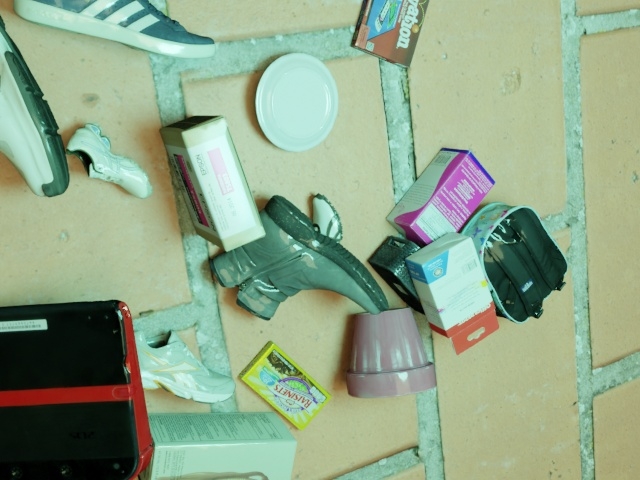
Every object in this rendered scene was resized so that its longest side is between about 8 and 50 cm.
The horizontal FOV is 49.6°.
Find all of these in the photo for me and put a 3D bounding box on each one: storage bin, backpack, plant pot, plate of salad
[{"bbox_3d":[0.209,0.083,1.570,0.084,0.122,0.180,-49,115,-9],"label":"storage bin"},{"bbox_3d":[0.433,0.036,1.625,0.225,0.191,0.253,-45,121,-14],"label":"backpack"},{"bbox_3d":[0.150,0.245,1.546,0.201,0.201,0.180,-5,86,-24],"label":"plant pot"},{"bbox_3d":[-0.050,-0.283,1.427,0.199,0.048,0.200,-10,107,-33],"label":"plate of salad"}]

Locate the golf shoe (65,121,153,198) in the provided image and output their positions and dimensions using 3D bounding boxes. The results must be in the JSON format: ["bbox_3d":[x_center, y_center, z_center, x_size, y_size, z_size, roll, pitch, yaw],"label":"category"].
[{"bbox_3d":[-0.392,-0.128,1.273,0.176,0.069,0.086,45,45,-18],"label":"golf shoe"}]

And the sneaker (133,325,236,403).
[{"bbox_3d":[-0.282,0.248,1.396,0.262,0.099,0.121,20,87,-27],"label":"sneaker"}]

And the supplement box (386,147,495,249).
[{"bbox_3d":[0.272,-0.091,1.572,0.114,0.111,0.220,44,81,-25],"label":"supplement box"}]

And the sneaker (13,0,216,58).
[{"bbox_3d":[-0.344,-0.419,1.219,0.349,0.131,0.148,9,100,-25],"label":"sneaker"}]

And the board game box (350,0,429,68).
[{"bbox_3d":[0.169,-0.530,1.491,0.145,0.027,0.281,14,94,-27],"label":"board game box"}]

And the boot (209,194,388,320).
[{"bbox_3d":[-0.043,0.087,1.429,0.338,0.118,0.223,41,100,-3],"label":"boot"}]

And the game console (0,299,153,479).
[{"bbox_3d":[-0.503,0.278,1.233,0.386,0.060,0.342,-4,98,6],"label":"game console"}]

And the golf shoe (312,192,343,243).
[{"bbox_3d":[0.000,0.000,1.486,0.093,0.077,0.198,-18,105,-20],"label":"golf shoe"}]

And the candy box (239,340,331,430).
[{"bbox_3d":[-0.075,0.325,1.539,0.105,0.027,0.206,-47,114,-6],"label":"candy box"}]

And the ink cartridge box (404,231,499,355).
[{"bbox_3d":[0.289,0.115,1.499,0.134,0.078,0.231,-28,110,-17],"label":"ink cartridge box"}]

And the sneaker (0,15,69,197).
[{"bbox_3d":[-0.612,-0.243,1.138,0.257,0.169,0.448,-26,102,-9],"label":"sneaker"}]

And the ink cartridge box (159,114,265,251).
[{"bbox_3d":[-0.207,-0.112,1.305,0.088,0.193,0.235,-24,108,-19],"label":"ink cartridge box"}]

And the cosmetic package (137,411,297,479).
[{"bbox_3d":[-0.217,0.443,1.430,0.296,0.153,0.129,6,99,-24],"label":"cosmetic package"}]
